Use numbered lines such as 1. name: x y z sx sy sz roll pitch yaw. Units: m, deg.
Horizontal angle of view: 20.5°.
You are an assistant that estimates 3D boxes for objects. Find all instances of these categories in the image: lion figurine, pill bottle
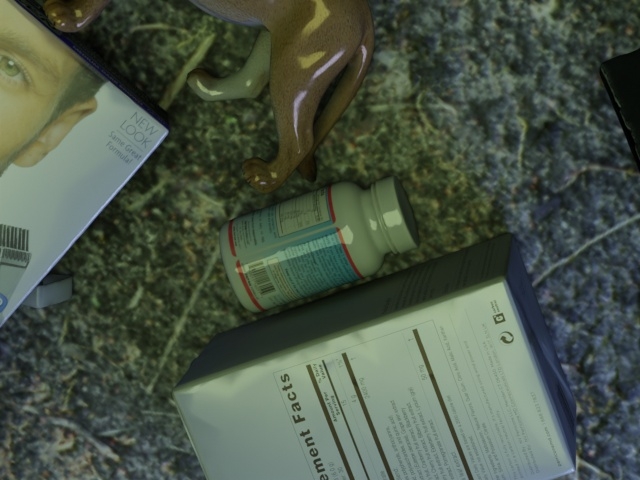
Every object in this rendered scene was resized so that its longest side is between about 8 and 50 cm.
1. lion figurine: -0.072 -0.221 1.427 0.392 0.142 0.240 36 115 -29
2. pill bottle: 0.000 0.000 1.526 0.160 0.087 0.087 -18 99 12

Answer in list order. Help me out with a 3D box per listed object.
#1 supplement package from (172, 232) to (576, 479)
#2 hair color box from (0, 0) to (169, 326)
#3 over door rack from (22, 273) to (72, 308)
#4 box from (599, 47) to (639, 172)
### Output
1. supplement package: 0.052 0.135 1.501 0.293 0.177 0.175 -19 99 12
2. hair color box: -0.303 -0.031 1.480 0.185 0.110 0.339 40 94 -12
3. over door rack: -0.388 -0.065 1.561 0.324 0.108 0.240 4 104 7
4. box: 0.525 0.017 1.262 0.471 0.297 0.480 -26 124 11
